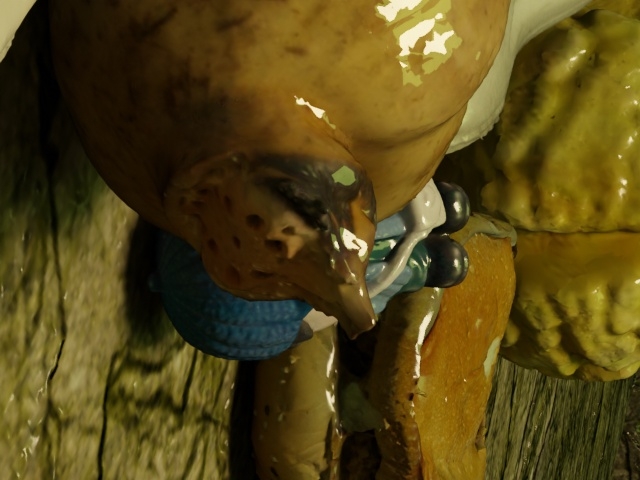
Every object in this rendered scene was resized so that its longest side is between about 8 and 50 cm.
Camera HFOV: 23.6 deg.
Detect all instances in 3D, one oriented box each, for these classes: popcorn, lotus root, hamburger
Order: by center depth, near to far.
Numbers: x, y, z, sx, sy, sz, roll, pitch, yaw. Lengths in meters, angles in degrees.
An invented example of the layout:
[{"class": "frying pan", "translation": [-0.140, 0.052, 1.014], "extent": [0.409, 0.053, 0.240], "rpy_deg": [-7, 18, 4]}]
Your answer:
[{"class": "lotus root", "translation": [-0.011, -0.087, 0.501], "extent": [0.154, 0.140, 0.257], "rpy_deg": [123, -13, -45]}, {"class": "hamburger", "translation": [0.027, 0.057, 0.764], "extent": [0.177, 0.113, 0.185], "rpy_deg": [-61, 147, -35]}, {"class": "popcorn", "translation": [0.182, -0.042, 0.995], "extent": [0.258, 0.270, 0.224], "rpy_deg": [-38, 164, 13]}]

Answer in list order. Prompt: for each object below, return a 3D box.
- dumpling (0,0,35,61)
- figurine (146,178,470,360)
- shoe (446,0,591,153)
[{"class": "dumpling", "translation": [-0.064, -0.134, 0.282], "extent": [0.260, 0.181, 0.341], "rpy_deg": [-64, -162, 17]}, {"class": "figurine", "translation": [0.000, 0.000, 0.619], "extent": [0.149, 0.087, 0.086], "rpy_deg": [-12, 108, -52]}, {"class": "shoe", "translation": [0.062, -0.168, 0.732], "extent": [0.316, 0.124, 0.159], "rpy_deg": [-58, 145, -51]}]
